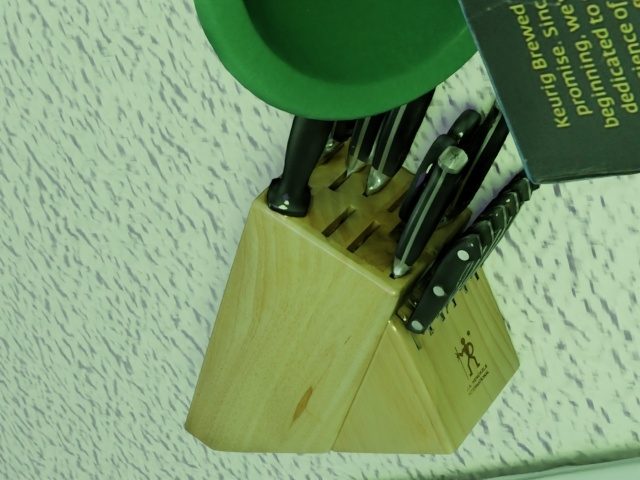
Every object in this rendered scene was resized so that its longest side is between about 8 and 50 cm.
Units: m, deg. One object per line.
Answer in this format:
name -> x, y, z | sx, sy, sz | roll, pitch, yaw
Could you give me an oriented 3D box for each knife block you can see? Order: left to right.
knife block -> 0.000, 0.000, 0.770 | 0.275, 0.088, 0.242 | -7, 116, 41

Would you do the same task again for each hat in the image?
hat -> -0.010, -0.188, 0.661 | 0.183, 0.173, 0.208 | 47, 128, 50

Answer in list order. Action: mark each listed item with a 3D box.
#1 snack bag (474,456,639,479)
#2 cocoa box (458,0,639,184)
snack bag -> 0.202, 0.269, 0.854 | 0.342, 0.037, 0.323 | -19, 108, 44
cocoa box -> 0.138, -0.224, 0.384 | 0.228, 0.231, 0.347 | -7, 117, 42
